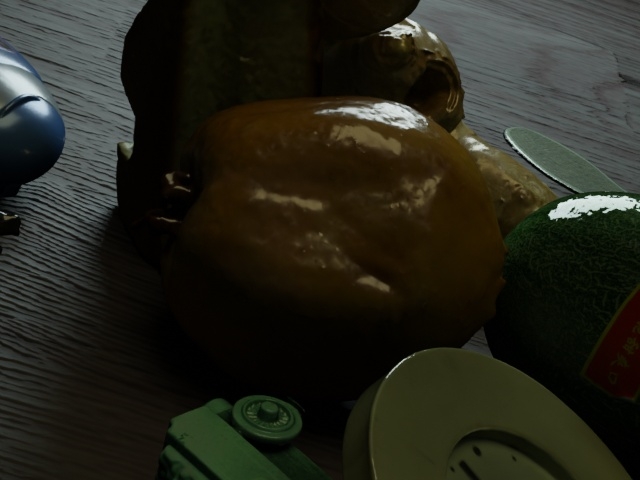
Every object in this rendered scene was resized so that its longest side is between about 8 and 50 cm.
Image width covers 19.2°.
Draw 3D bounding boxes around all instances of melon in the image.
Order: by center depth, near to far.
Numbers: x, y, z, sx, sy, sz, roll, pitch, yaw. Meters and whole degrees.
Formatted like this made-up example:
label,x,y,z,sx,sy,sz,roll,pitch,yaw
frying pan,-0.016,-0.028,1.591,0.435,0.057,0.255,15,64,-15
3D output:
label,x,y,z,sx,sy,sz,roll,pitch,yaw
melon,0.233,0.078,1.192,0.287,0.182,0.182,33,28,22

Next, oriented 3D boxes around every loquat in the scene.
label,x,y,z,sx,sy,sz,roll,pitch,yaw
loquat,0.000,0.000,1.168,0.234,0.176,0.187,6,60,-3

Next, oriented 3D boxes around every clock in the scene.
label,x,y,z,sx,sy,sz,roll,pitch,yaw
clock,0.106,0.161,0.997,0.235,0.029,0.235,30,36,-25

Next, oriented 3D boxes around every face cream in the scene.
label,x,y,z,sx,sy,sz,roll,pitch,yaw
face cream,-0.277,-0.117,1.331,0.149,0.083,0.264,-10,38,-43

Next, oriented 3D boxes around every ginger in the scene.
label,x,y,z,sx,sy,sz,roll,pitch,yaw
ginger,0.024,-0.140,1.445,0.363,0.122,0.348,44,-7,-37

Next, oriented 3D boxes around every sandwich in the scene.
label,x,y,z,sx,sy,sz,roll,pitch,yaw
sandwich,-0.063,-0.096,1.270,0.122,0.236,0.128,-4,33,-20

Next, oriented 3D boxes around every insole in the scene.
label,x,y,z,sx,sy,sz,roll,pitch,yaw
insole,0.248,-0.045,1.669,0.080,0.003,0.232,-8,36,-46

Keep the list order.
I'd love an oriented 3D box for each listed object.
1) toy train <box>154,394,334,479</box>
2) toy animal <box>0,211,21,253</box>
label,x,y,z,sx,sy,sz,roll,pitch,yaw
toy train,-0.021,0.146,0.998,0.099,0.070,0.172,-18,44,-42
toy animal,-0.277,-0.020,1.106,0.218,0.101,0.103,32,25,25
